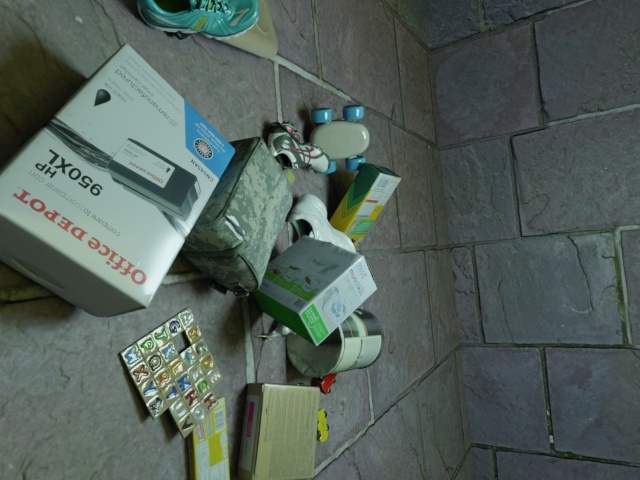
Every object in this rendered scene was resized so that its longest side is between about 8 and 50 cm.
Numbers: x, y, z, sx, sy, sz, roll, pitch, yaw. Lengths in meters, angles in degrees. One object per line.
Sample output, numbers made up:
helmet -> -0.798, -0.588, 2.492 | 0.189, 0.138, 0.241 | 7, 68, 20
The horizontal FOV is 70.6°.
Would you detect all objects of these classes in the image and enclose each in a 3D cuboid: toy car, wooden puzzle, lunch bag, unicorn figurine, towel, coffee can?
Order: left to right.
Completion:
wooden puzzle -> -0.239, -0.697, 1.236 | 0.322, 0.080, 0.348 | -29, 112, -67
lunch bag -> -0.196, -0.052, 1.081 | 0.256, 0.212, 0.305 | 53, 43, -39
unicorn figurine -> -0.100, 0.239, 1.308 | 0.060, 0.111, 0.162 | 62, 21, -14
towel -> -0.109, -0.196, 1.450 | 0.060, 0.009, 0.083 | 58, 40, -37
toy car -> -0.034, 0.486, 1.401 | 0.225, 0.053, 0.239 | 41, 50, -48
toy car -> 0.061, -0.384, 1.653 | 0.238, 0.210, 0.219 | -98, -178, -66
coffee can -> 0.053, 0.315, 1.426 | 0.275, 0.201, 0.201 | 14, 73, -56

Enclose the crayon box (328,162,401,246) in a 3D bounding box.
crayon box -> 0.152, -0.124, 1.684 | 0.203, 0.083, 0.323 | -4, 128, -59

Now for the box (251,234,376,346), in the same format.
box -> -0.029, 0.117, 1.209 | 0.231, 0.262, 0.127 | -40, 123, -24

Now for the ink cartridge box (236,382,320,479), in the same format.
ink cartridge box -> -0.106, 0.501, 1.194 | 0.193, 0.088, 0.235 | 18, 68, -35

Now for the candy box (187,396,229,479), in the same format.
candy box -> -0.260, 0.481, 1.050 | 0.105, 0.027, 0.206 | 2, 82, -55

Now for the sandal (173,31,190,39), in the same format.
sandal -> -0.326, -0.555, 1.132 | 0.067, 0.040, 0.179 | 62, 39, -33

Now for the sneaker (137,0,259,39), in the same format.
sneaker -> -0.269, -0.525, 1.028 | 0.275, 0.110, 0.107 | -10, 96, -20

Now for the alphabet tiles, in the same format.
alphabet tiles -> -0.310, 0.296, 0.995 | 0.198, 0.009, 0.237 | -37, 109, -55

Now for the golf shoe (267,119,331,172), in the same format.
golf shoe -> -0.074, -0.271, 1.456 | 0.273, 0.105, 0.120 | 29, 72, -45

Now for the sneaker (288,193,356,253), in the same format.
sneaker -> 0.000, 0.000, 1.495 | 0.305, 0.114, 0.152 | 51, 45, -19

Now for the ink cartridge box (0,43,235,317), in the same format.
ink cartridge box -> -0.368, -0.103, 0.812 | 0.285, 0.166, 0.395 | 44, 48, -32
